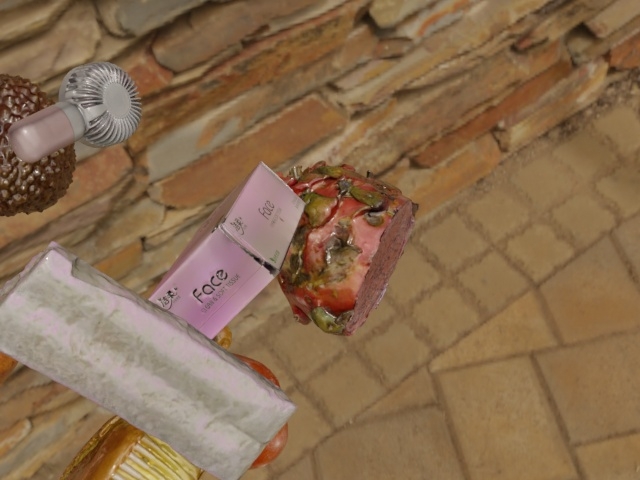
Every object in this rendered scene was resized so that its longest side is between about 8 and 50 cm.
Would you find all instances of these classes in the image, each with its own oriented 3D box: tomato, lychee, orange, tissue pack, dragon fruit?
[{"bbox_3d":[-0.176,0.330,1.522,0.236,0.237,0.095,25,18,26],"label":"tomato"},{"bbox_3d":[-0.579,-0.178,1.494,0.267,0.267,0.268,-5,52,6],"label":"lychee"},{"bbox_3d":[-0.259,0.234,1.977,0.086,0.062,0.086,-3,69,7],"label":"orange"},{"bbox_3d":[-0.111,0.011,1.020,0.148,0.092,0.246,-45,11,19],"label":"tissue pack"},{"bbox_3d":[0.000,0.000,1.456,0.262,0.314,0.296,24,97,14],"label":"dragon fruit"}]

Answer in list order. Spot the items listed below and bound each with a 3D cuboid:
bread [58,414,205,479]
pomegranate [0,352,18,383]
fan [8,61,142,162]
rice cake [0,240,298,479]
[{"bbox_3d":[-0.298,0.366,1.175,0.156,0.288,0.204,41,26,-8],"label":"bread"},{"bbox_3d":[-0.849,0.254,1.976,0.248,0.248,0.248,-5,52,6],"label":"pomegranate"},{"bbox_3d":[-0.367,-0.186,1.220,0.074,0.130,0.244,-4,24,34],"label":"fan"},{"bbox_3d":[-0.156,0.116,0.737,0.106,0.298,0.050,-51,24,1],"label":"rice cake"}]
